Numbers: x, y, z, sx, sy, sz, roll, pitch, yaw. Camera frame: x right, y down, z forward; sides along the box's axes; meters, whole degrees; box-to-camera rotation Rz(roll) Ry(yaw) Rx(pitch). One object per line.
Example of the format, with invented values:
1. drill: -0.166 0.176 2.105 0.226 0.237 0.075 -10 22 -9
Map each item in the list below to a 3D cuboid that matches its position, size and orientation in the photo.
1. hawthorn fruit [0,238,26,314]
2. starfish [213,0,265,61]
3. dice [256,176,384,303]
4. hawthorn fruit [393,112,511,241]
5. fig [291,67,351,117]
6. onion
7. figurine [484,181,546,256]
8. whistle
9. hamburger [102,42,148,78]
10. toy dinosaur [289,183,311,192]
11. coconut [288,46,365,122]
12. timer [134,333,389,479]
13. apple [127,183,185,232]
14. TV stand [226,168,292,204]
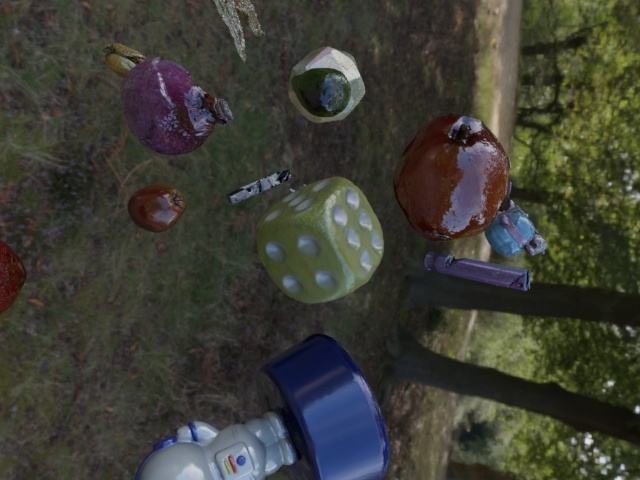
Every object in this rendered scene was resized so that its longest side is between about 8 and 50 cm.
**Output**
1. hawthorn fruit: -0.880 0.100 1.474 0.307 0.265 0.265 76 29 -57
2. starfish: -0.180 -0.516 1.161 0.299 0.060 0.302 -74 157 -52
3. dice: 0.000 0.000 1.458 0.238 0.233 0.227 58 38 -19
4. hawthorn fruit: 0.206 -0.103 0.909 0.202 0.185 0.185 92 16 -52
5. fig: -0.007 -0.372 1.456 0.123 0.156 0.123 -23 130 -31
6. onion: -0.397 -0.331 1.544 0.159 0.349 0.267 -40 126 -33
7. figurine: 0.431 -0.030 1.336 0.205 0.103 0.260 55 20 -14
8. whistle: 0.240 0.046 0.916 0.033 0.176 0.033 -15 110 -47
9. hamburger: -0.551 -0.509 1.712 0.083 0.147 0.138 -64 166 -7
10. toy dinosaur: -0.003 -0.140 1.714 0.209 0.082 0.039 5 113 -31
11. coconut: 0.024 -0.485 1.831 0.197 0.237 0.237 111 -6 -73
12. timer: -0.111 0.340 0.964 0.383 0.270 0.270 -19 125 -22
13. apple: -0.520 -0.103 1.876 0.156 0.158 0.147 60 32 -18
14. TV stand: -0.190 -0.166 1.822 0.249 0.042 0.036 -29 106 -40
